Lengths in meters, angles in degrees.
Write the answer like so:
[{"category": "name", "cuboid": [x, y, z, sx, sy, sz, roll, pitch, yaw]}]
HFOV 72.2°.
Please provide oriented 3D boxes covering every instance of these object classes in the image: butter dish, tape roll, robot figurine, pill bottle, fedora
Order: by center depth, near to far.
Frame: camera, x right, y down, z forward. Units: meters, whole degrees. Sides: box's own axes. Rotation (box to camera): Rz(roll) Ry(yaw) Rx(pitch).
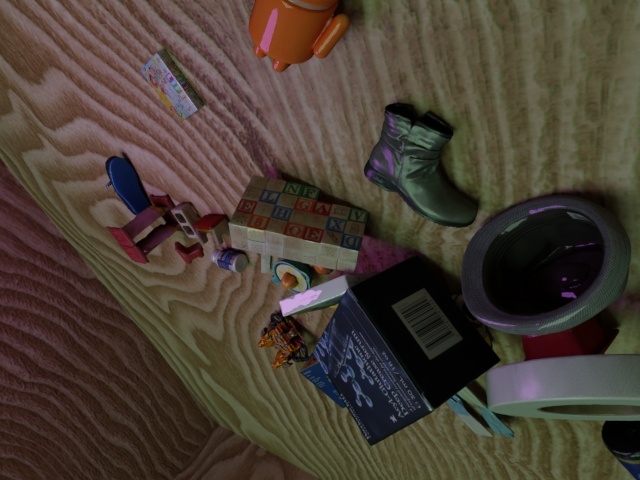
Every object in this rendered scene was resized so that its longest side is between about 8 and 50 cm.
[{"category": "robot figurine", "cuboid": [-0.040, -0.382, 0.713, 0.219, 0.128, 0.157, -50, 55, 55]}, {"category": "fedora", "cuboid": [0.394, 0.053, 0.754, 0.124, 0.243, 0.275, 23, 146, -29]}, {"category": "tape roll", "cuboid": [0.515, 0.283, 0.817, 0.393, 0.071, 0.392, 3, 154, 1]}, {"category": "butter dish", "cuboid": [0.469, 0.176, 0.865, 0.160, 0.160, 0.118, -31, 81, 49]}, {"category": "pill bottle", "cuboid": [0.732, 0.481, 0.954, 0.219, 0.122, 0.123, 46, 144, -9]}, {"category": "pill bottle", "cuboid": [-0.312, 0.065, 1.487, 0.120, 0.067, 0.067, 14, 137, 31]}, {"category": "robot figurine", "cuboid": [-0.145, 0.386, 1.642, 0.211, 0.085, 0.291, 51, 149, 10]}]

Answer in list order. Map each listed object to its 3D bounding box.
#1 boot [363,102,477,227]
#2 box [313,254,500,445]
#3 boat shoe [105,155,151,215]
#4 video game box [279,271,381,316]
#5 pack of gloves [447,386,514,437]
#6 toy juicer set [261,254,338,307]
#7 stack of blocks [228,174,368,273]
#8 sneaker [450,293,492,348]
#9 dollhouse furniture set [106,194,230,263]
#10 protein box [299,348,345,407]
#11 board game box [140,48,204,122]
[{"category": "boot", "cuboid": [0.202, -0.136, 0.806, 0.247, 0.083, 0.161, 31, 138, 9]}, {"category": "box", "cuboid": [0.175, 0.279, 1.068, 0.293, 0.212, 0.395, 55, 151, 23]}, {"category": "boat shoe", "cuboid": [-0.689, -0.181, 1.530, 0.089, 0.109, 0.258, 23, 139, 27]}, {"category": "video game box", "cuboid": [0.032, 0.133, 1.099, 0.205, 0.187, 0.048, -25, 73, 31]}, {"category": "pack of gloves", "cuboid": [0.452, 0.489, 1.300, 0.232, 0.046, 0.195, 45, 156, -2]}, {"category": "toy juicer set", "cuboid": [-0.091, 0.080, 1.287, 0.329, 0.089, 0.209, 15, 138, 31]}, {"category": "stack of blocks", "cuboid": [-0.044, -0.042, 1.040, 0.298, 0.171, 0.087, 13, 140, 6]}, {"category": "sneaker", "cuboid": [0.361, 0.203, 1.032, 0.185, 0.069, 0.084, 47, 149, -12]}, {"category": "dollhouse furniture set", "cuboid": [-0.492, -0.035, 1.427, 0.374, 0.201, 0.152, 4, 131, 40]}, {"category": "protein box", "cuboid": [0.072, 0.439, 1.487, 0.201, 0.136, 0.200, 40, 145, -1]}, {"category": "board game box", "cuboid": [-0.370, -0.380, 1.094, 0.104, 0.026, 0.154, -11, 121, 47]}]
